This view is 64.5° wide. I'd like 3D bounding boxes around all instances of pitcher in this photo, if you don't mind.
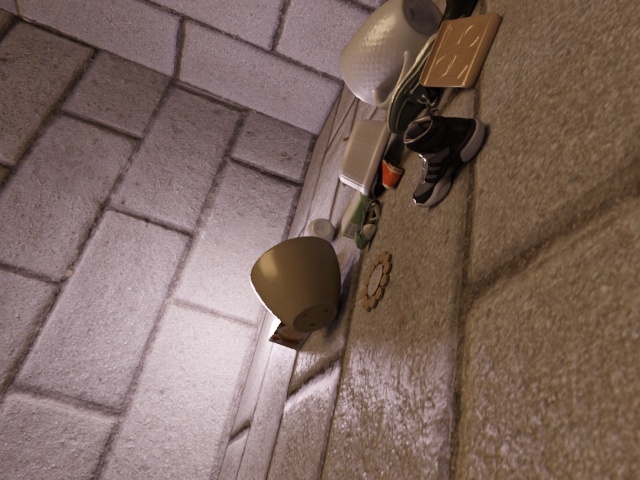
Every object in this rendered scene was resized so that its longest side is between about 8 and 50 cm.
[{"bbox_3d":[0.000,0.000,2.311,0.207,0.126,0.177,107,159,-72],"label":"pitcher"}]

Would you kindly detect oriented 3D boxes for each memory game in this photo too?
[{"bbox_3d":[0.161,0.117,1.467,0.186,0.012,0.186,-160,90,-81],"label":"memory game"}]

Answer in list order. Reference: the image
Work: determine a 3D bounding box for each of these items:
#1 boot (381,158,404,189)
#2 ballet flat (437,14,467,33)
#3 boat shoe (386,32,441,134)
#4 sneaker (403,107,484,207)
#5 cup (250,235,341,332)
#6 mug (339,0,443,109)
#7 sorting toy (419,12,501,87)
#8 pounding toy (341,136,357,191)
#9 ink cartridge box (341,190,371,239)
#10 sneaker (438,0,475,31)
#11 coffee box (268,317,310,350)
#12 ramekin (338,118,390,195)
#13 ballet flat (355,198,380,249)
[{"bbox_3d":[0.223,-0.219,1.674,0.158,0.059,0.084,-98,25,-68],"label":"boot"},{"bbox_3d":[0.368,-0.594,1.551,0.072,0.068,0.213,-25,-32,-48],"label":"ballet flat"},{"bbox_3d":[0.306,-0.449,1.512,0.099,0.116,0.319,47,120,35],"label":"boat shoe"},{"bbox_3d":[0.251,-0.195,1.188,0.268,0.153,0.101,121,166,-46],"label":"sneaker"},{"bbox_3d":[-0.058,0.182,1.790,0.331,0.331,0.236,-63,39,36],"label":"cup"},{"bbox_3d":[0.253,-0.619,1.721,0.328,0.276,0.373,146,134,-61],"label":"mug"},{"bbox_3d":[0.370,-0.499,1.353,0.208,0.038,0.192,33,104,58],"label":"sorting toy"},{"bbox_3d":[0.128,-0.338,2.126,0.154,0.155,0.269,130,160,-55],"label":"pounding toy"},{"bbox_3d":[0.139,-0.136,1.970,0.235,0.056,0.171,-88,20,-56],"label":"ink cartridge box"},{"bbox_3d":[0.413,-0.758,1.503,0.109,0.130,0.286,-85,17,-50],"label":"sneaker"},{"bbox_3d":[-0.108,0.340,2.098,0.098,0.141,0.246,-79,13,-45],"label":"coffee box"},{"bbox_3d":[0.157,-0.305,1.805,0.273,0.127,0.272,19,-90,-85],"label":"ramekin"},{"bbox_3d":[0.161,-0.060,1.688,0.070,0.070,0.188,132,152,-65],"label":"ballet flat"}]
